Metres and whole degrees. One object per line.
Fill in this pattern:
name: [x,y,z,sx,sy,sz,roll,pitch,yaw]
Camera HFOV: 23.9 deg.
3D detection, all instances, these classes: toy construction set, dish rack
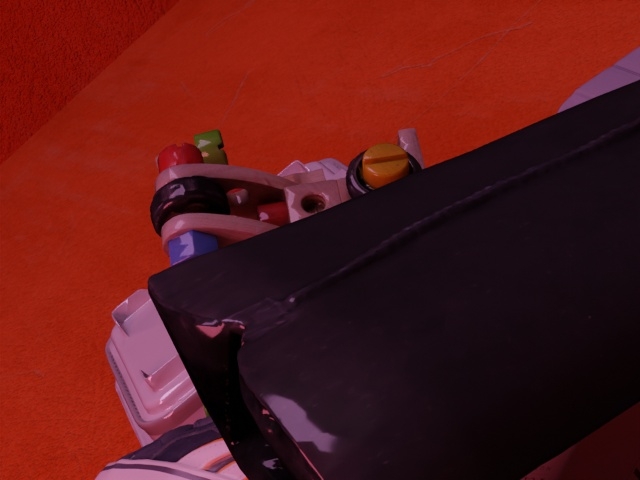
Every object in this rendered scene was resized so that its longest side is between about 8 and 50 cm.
toy construction set: [0.000,0.000,1.218,0.237,0.258,0.309,-15,29,-1]
dish rack: [-0.070,0.046,1.427,0.333,0.072,0.285,-40,22,-3]

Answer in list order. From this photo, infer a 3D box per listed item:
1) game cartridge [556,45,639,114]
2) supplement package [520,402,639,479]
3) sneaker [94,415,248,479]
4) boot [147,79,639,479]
game cartridge: [0.333,-0.123,1.046,0.297,0.062,0.198,-34,29,-16]
supplement package: [0.168,0.101,0.875,0.139,0.134,0.244,-10,37,51]
sneaker: [-0.020,0.169,1.053,0.321,0.126,0.127,-1,47,40]
boot: [0.183,0.012,0.667,0.445,0.146,0.367,-22,18,-19]
